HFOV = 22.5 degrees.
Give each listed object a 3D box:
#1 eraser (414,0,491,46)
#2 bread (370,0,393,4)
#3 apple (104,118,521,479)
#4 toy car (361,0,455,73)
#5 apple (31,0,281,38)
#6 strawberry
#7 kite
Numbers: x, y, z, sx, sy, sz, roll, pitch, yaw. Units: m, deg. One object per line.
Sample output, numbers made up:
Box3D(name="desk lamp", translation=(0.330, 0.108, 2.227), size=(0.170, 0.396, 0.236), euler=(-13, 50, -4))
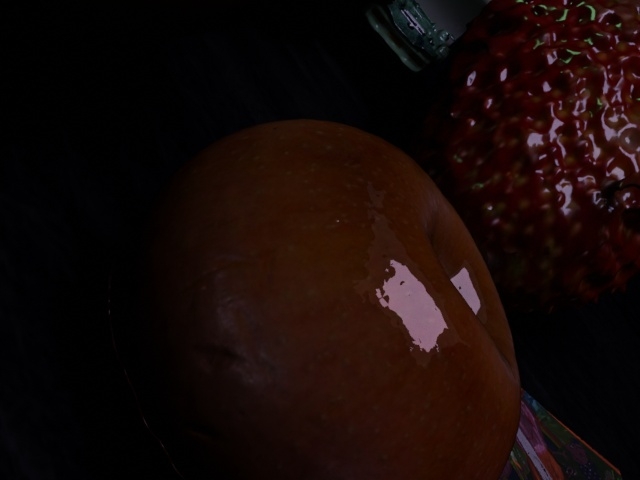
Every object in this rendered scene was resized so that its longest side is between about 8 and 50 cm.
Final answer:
Box3D(name="eraser", translation=(0.078, -0.351, 1.637), size=(0.274, 0.092, 0.210), euler=(44, 29, -19))
Box3D(name="bread", translation=(-0.012, -0.355, 1.350), size=(0.324, 0.167, 0.277), euler=(56, -7, 10))
Box3D(name="apple", translation=(0.006, 0.062, 0.971), size=(0.251, 0.206, 0.272), euler=(31, 35, -43))
Box3D(name="toy car", translation=(0.076, -0.197, 1.501), size=(0.093, 0.058, 0.186), euler=(47, 14, -8))
Box3D(name="apple", translation=(-0.109, -0.354, 0.998), size=(0.473, 0.473, 0.474), euler=(38, 33, -30))
Box3D(name="strawberry", translation=(0.223, -0.069, 1.365), size=(0.292, 0.292, 0.343), euler=(47, 31, -16))
Box3D(name="kite", translation=(0.154, 0.167, 1.292), size=(0.321, 0.016, 0.234), euler=(-5, 63, -59))
